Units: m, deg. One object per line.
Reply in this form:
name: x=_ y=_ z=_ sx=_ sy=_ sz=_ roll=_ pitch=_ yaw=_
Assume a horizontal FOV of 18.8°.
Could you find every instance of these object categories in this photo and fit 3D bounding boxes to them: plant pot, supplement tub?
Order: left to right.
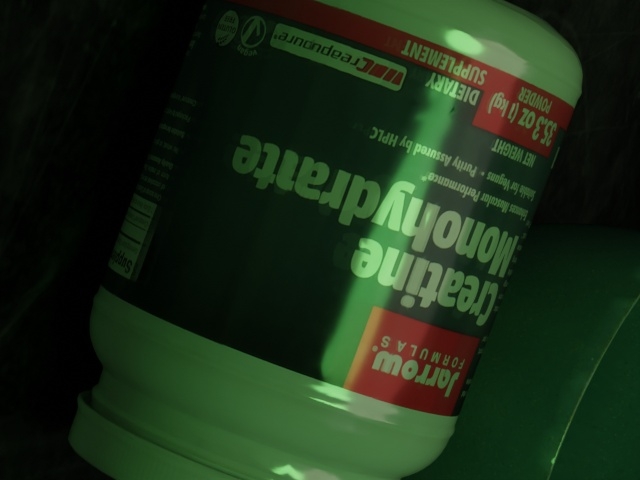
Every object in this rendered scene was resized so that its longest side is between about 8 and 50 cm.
supplement tub: x=0.000 y=0.000 z=0.955 sx=0.191 sy=0.191 sz=0.272 roll=16 pitch=94 yaw=-65
plant pot: x=0.108 y=0.107 z=1.247 sx=0.290 sy=0.195 sz=0.290 roll=-45 pitch=146 yaw=-41
